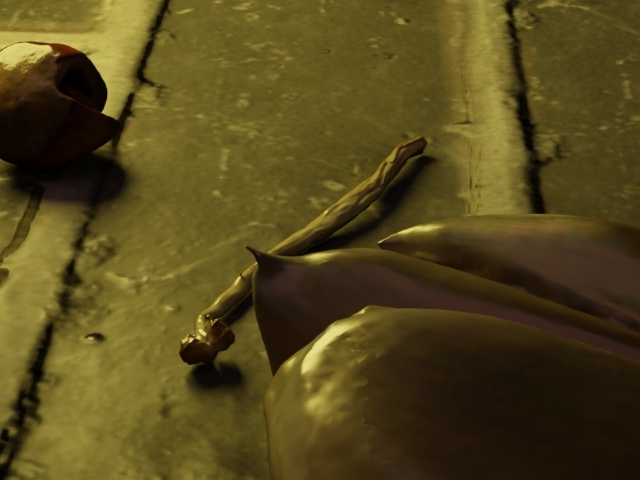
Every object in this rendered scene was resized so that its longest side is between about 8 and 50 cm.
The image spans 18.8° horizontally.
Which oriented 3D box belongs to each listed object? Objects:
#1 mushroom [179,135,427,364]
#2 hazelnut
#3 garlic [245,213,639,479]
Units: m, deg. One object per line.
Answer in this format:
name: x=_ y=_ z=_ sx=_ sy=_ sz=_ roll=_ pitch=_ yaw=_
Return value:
mushroom: x=-0.005 y=-0.003 z=1.044 sx=0.028 sy=0.026 sz=0.286 roll=26 pitch=32 yaw=13
hazelnut: x=-0.160 y=-0.079 z=1.132 sx=0.086 sy=0.086 sz=0.086 roll=0 pitch=28 yaw=0
garlic: x=0.113 y=0.100 z=0.727 sx=0.325 sy=0.132 sz=0.279 roll=9 pitch=28 yaw=10
